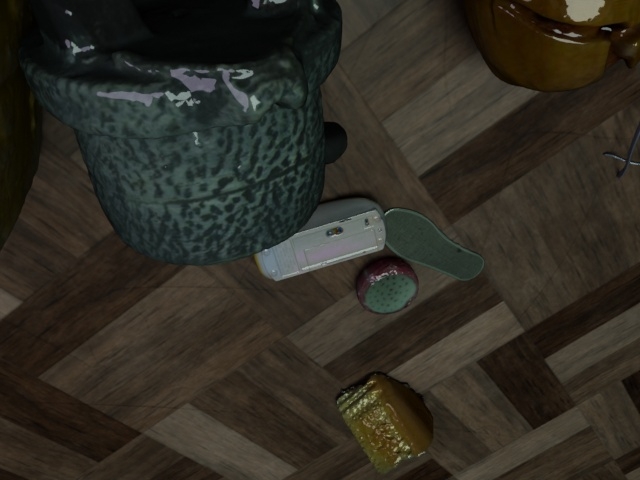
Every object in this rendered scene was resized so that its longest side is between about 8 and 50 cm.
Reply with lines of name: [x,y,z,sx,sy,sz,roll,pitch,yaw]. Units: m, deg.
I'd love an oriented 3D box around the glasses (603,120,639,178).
glasses: [0.493,-0.133,0.793,0.140,0.062,0.103,30,114,-28]

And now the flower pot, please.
flower pot: [-0.106,-0.146,0.495,0.299,0.299,0.282,-10,130,-7]

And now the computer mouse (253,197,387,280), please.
computer mouse: [0.000,-0.001,0.773,0.199,0.044,0.102,-17,125,-1]

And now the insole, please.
insole: [0.180,0.013,0.852,0.232,0.003,0.080,28,114,-28]

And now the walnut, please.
walnut: [0.236,-0.310,0.529,0.209,0.209,0.336,-22,119,2]

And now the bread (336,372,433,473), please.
bread: [0.132,0.342,1.040,0.140,0.169,0.160,-38,165,13]

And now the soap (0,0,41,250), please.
soap: [-0.333,-0.161,0.432,0.156,0.293,0.334,5,121,-21]

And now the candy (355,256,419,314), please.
candy: [0.108,0.074,0.853,0.103,0.043,0.103,-8,127,-11]
